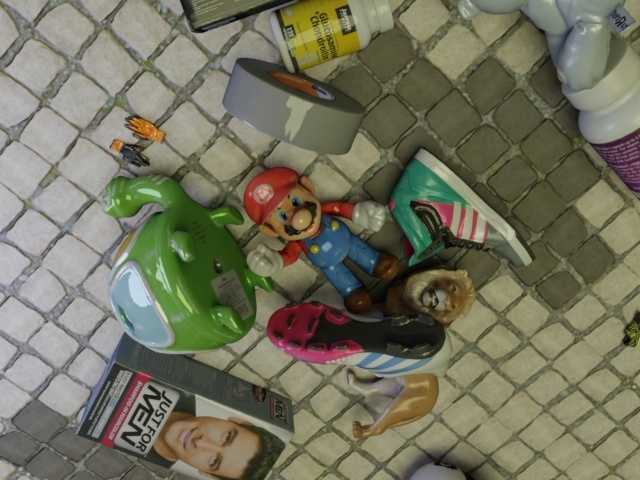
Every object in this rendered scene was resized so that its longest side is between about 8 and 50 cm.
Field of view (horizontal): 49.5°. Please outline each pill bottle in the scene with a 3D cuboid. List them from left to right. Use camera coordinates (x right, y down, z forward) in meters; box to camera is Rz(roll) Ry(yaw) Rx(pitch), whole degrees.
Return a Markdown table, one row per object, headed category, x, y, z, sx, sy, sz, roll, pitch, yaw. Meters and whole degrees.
| category | x | y | z | sx | sy | sz | roll | pitch | yaw |
| --- | --- | --- | --- | --- | --- | --- | --- | --- | --- |
| pill bottle | 0.018 | -0.345 | 1.113 | 0.184 | 0.103 | 0.103 | -19 | 113 | 3 |
| pill bottle | 0.554 | -0.193 | 1.188 | 0.301 | 0.169 | 0.169 | 41 | 104 | -19 |

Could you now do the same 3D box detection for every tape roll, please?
| category | x | y | z | sx | sy | sz | roll | pitch | yaw |
| --- | --- | --- | --- | --- | --- | --- | --- | --- | --- |
| tape roll | -0.041 | -0.214 | 1.100 | 0.219 | 0.219 | 0.072 | 19 | 111 | -12 |

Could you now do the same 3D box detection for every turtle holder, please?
| category | x | y | z | sx | sy | sz | roll | pitch | yaw |
| --- | --- | --- | --- | --- | --- | --- | --- | --- | --- |
| turtle holder | -0.257 | 0.053 | 1.183 | 0.227 | 0.243 | 0.320 | -24 | 123 | 23 |

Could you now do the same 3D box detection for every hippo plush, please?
| category | x | y | z | sx | sy | sz | roll | pitch | yaw |
| --- | --- | --- | --- | --- | --- | --- | --- | --- | --- |
| hippo plush | 0.329 | -0.360 | 1.060 | 0.237 | 0.294 | 0.234 | 10 | 117 | 8 |

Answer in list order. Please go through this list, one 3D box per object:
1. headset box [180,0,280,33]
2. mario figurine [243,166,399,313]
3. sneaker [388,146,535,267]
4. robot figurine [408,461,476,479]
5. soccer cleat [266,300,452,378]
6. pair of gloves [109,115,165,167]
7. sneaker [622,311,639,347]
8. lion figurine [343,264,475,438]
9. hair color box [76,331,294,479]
| category | x | y | z | sx | sy | sz | roll | pitch | yaw |
| --- | --- | --- | --- | --- | --- | --- | --- | --- | --- |
| headset box | -0.117 | -0.474 | 0.992 | 0.246 | 0.131 | 0.283 | -20 | 106 | 2 |
| mario figurine | 0.000 | 0.000 | 1.209 | 0.320 | 0.198 | 0.170 | 40 | 141 | -25 |
| sneaker | 0.234 | -0.009 | 1.258 | 0.295 | 0.124 | 0.178 | 41 | 99 | -11 |
| robot figurine | 0.301 | 0.594 | 1.494 | 0.278 | 0.173 | 0.209 | 40 | 93 | -18 |
| soccer cleat | 0.066 | 0.190 | 1.217 | 0.331 | 0.116 | 0.143 | 3 | 143 | 23 |
| pair of gloves | -0.318 | -0.171 | 1.205 | 0.074 | 0.010 | 0.083 | 30 | 108 | -16 |
| sneaker | 0.646 | 0.186 | 1.427 | 0.035 | 0.031 | 0.083 | -1 | 113 | -4 |
| lion figurine | 0.172 | 0.226 | 1.353 | 0.240 | 0.142 | 0.392 | -3 | 119 | -1 |
| hair color box | -0.258 | 0.349 | 1.371 | 0.374 | 0.113 | 0.185 | 26 | 108 | -15 |
